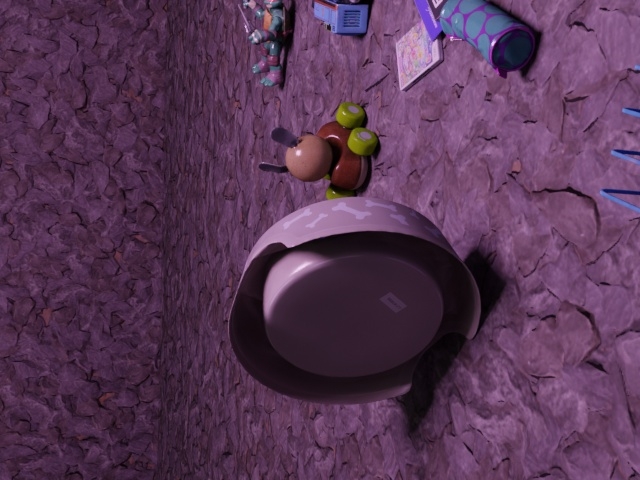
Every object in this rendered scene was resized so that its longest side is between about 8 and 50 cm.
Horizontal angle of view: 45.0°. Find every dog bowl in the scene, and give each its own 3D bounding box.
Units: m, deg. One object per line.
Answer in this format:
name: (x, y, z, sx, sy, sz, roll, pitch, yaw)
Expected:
dog bowl: (0.044, 0.086, 1.090, 0.102, 0.348, 0.349, -97, 22, -48)

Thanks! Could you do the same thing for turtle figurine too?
turtle figurine: (-0.124, -0.486, 1.777, 0.175, 0.118, 0.234, -95, 4, -53)

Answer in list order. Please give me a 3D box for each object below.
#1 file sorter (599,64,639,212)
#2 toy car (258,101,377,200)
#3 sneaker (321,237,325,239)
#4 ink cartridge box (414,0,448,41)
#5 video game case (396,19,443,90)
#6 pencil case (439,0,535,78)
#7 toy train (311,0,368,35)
file sorter: (0.336, -0.102, 0.682, 0.104, 0.118, 0.170, -132, 48, -63)
toy car: (-0.016, -0.161, 1.410, 0.149, 0.188, 0.155, -110, 32, -41)
sneaker: (-0.001, 0.000, 1.529, 0.084, 0.058, 0.152, 132, 141, -68)
ink cartridge box: (0.169, -0.432, 1.120, 0.208, 0.045, 0.206, -42, 63, 56)
video game case: (0.157, -0.304, 1.240, 0.122, 0.011, 0.087, 150, 119, -63)
pencil case: (0.219, -0.277, 1.028, 0.070, 0.064, 0.152, -62, 32, 23)
toy train: (0.031, -0.452, 1.465, 0.184, 0.080, 0.105, -132, 42, -58)
